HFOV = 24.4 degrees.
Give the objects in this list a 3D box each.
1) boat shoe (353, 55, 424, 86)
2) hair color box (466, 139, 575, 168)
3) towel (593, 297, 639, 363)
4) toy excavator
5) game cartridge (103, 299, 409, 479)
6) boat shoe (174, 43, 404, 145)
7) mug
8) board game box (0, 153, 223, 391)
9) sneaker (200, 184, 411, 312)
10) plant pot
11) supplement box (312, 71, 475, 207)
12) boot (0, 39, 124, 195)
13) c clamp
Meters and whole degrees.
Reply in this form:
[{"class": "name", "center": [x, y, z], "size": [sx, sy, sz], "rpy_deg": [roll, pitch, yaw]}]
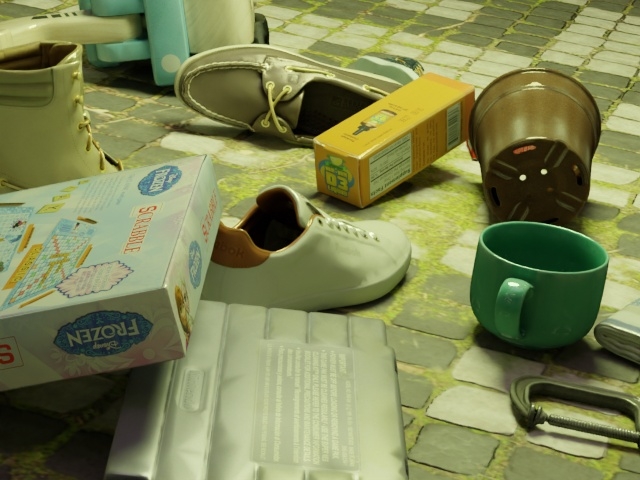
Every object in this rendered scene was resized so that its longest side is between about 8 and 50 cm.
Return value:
[{"class": "boat shoe", "center": [0.129, -0.236, 2.180], "size": [0.083, 0.065, 0.183], "rpy_deg": [-7, 25, -29]}, {"class": "hair color box", "center": [0.273, -0.133, 2.003], "size": [0.141, 0.043, 0.072], "rpy_deg": [6, 21, -5]}, {"class": "towel", "center": [0.429, 0.093, 1.515], "size": [0.209, 0.034, 0.285], "rpy_deg": [19, 23, 32]}, {"class": "toy excavator", "center": [-0.302, -0.309, 2.096], "size": [0.445, 0.222, 0.433], "rpy_deg": [-7, 23, 1]}, {"class": "game cartridge", "center": [-0.046, 0.149, 1.194], "size": [0.230, 0.068, 0.355], "rpy_deg": [10, 22, -4]}, {"class": "boat shoe", "center": [-0.029, -0.181, 1.937], "size": [0.324, 0.116, 0.096], "rpy_deg": [10, 18, -10]}, {"class": "mug", "center": [0.202, 0.052, 1.457], "size": [0.158, 0.097, 0.129], "rpy_deg": [-8, 27, -32]}, {"class": "board game box", "center": [-0.256, 0.033, 1.272], "size": [0.318, 0.066, 0.318], "rpy_deg": [-11, 22, 7]}, {"class": "sneaker", "center": [0.000, 0.000, 1.489], "size": [0.106, 0.123, 0.290], "rpy_deg": [21, 24, 34]}, {"class": "plant pot", "center": [0.260, -0.103, 1.787], "size": [0.167, 0.167, 0.165], "rpy_deg": [9, 29, 3]}, {"class": "supplement box", "center": [0.094, -0.127, 1.824], "size": [0.078, 0.080, 0.233], "rpy_deg": [24, 39, 35]}, {"class": "boot", "center": [-0.245, -0.106, 1.555], "size": [0.262, 0.203, 0.095], "rpy_deg": [-2, 25, -19]}, {"class": "c clamp", "center": [0.243, 0.157, 1.312], "size": [0.161, 0.022, 0.137], "rpy_deg": [13, 23, 13]}]
